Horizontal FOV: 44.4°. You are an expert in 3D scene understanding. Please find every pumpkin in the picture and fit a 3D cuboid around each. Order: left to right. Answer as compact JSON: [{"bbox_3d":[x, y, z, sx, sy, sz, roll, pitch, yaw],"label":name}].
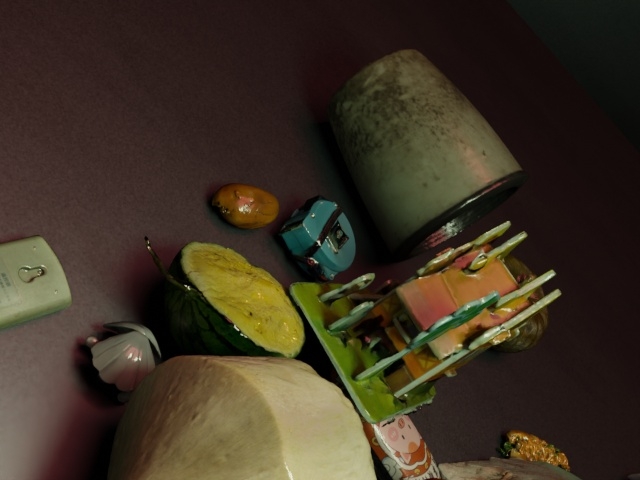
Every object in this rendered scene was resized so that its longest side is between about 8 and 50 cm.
[{"bbox_3d":[0.376,0.119,1.585,0.219,0.162,0.218,26,45,-29],"label":"pumpkin"}]

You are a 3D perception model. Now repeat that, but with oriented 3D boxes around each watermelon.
[{"bbox_3d":[-0.130,0.102,1.040,0.204,0.127,0.232,51,21,23],"label":"watermelon"},{"bbox_3d":[0.318,0.463,1.295,0.310,0.193,0.231,-45,117,-31],"label":"watermelon"}]

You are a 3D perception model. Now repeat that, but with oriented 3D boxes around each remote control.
[{"bbox_3d":[-0.386,0.059,0.861,0.234,0.038,0.098,-20,80,-54],"label":"remote control"}]

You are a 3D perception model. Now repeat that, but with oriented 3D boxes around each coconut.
[{"bbox_3d":[-0.097,0.270,0.844,0.329,0.329,0.328,28,45,-33],"label":"coconut"}]

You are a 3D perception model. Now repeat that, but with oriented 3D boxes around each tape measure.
[{"bbox_3d":[0.000,0.000,1.310,0.125,0.081,0.146,57,36,-18],"label":"tape measure"}]

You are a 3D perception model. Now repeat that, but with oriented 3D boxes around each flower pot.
[{"bbox_3d":[0.178,-0.165,1.483,0.294,0.293,0.330,-16,69,-52],"label":"flower pot"}]

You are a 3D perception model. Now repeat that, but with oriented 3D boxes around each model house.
[{"bbox_3d":[0.173,0.083,1.173,0.242,0.313,0.358,56,17,19],"label":"model house"}]

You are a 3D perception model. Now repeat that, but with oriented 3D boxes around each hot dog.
[{"bbox_3d":[0.413,0.409,1.501,0.188,0.055,0.072,27,48,-36],"label":"hot dog"}]

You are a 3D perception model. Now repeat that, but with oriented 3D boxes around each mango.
[{"bbox_3d":[-0.111,-0.055,1.238,0.127,0.063,0.077,6,51,-47],"label":"mango"}]

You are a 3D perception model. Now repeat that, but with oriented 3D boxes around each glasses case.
[{"bbox_3d":[0.099,0.298,1.212,0.266,0.067,0.103,55,32,-2],"label":"glasses case"}]

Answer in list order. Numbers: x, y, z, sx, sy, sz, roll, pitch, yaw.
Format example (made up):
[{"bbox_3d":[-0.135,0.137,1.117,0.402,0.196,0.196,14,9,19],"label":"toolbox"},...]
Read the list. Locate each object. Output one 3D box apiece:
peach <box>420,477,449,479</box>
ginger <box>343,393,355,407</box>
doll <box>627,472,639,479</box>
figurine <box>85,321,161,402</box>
[{"bbox_3d":[0.158,0.451,1.056,0.243,0.200,0.243,59,14,-25],"label":"peach"},{"bbox_3d":[-0.033,0.263,1.081,0.115,0.081,0.205,38,45,-3],"label":"ginger"},{"bbox_3d":[0.714,0.618,1.562,0.215,0.226,0.370,22,42,11],"label":"doll"},{"bbox_3d":[-0.241,0.142,0.948,0.094,0.082,0.086,32,59,-15],"label":"figurine"}]
